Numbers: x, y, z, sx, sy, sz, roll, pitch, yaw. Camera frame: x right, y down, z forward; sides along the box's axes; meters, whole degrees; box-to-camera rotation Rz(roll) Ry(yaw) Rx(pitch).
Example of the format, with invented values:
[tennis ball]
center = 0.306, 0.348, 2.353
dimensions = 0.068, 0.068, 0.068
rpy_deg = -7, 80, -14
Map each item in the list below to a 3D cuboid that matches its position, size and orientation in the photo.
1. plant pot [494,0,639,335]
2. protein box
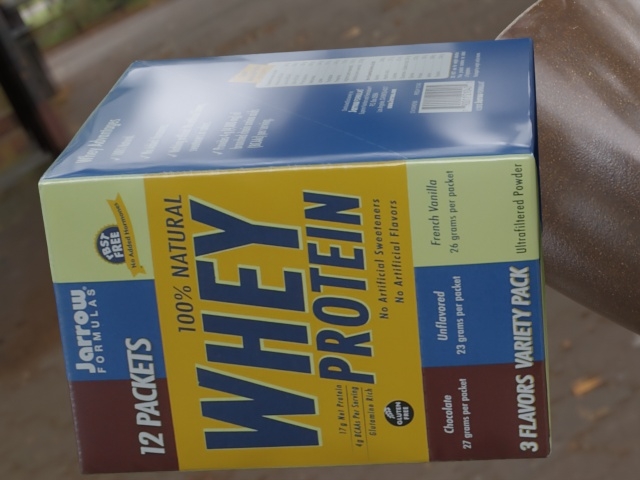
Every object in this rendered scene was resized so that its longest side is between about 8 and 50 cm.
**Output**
[plant pot]
center = 0.224, -0.027, 1.240
dimensions = 0.215, 0.230, 0.215
rpy_deg = -31, -33, -22
[protein box]
center = 0.000, 0.000, 0.858
dimensions = 0.201, 0.136, 0.200
rpy_deg = -3, 19, 7
